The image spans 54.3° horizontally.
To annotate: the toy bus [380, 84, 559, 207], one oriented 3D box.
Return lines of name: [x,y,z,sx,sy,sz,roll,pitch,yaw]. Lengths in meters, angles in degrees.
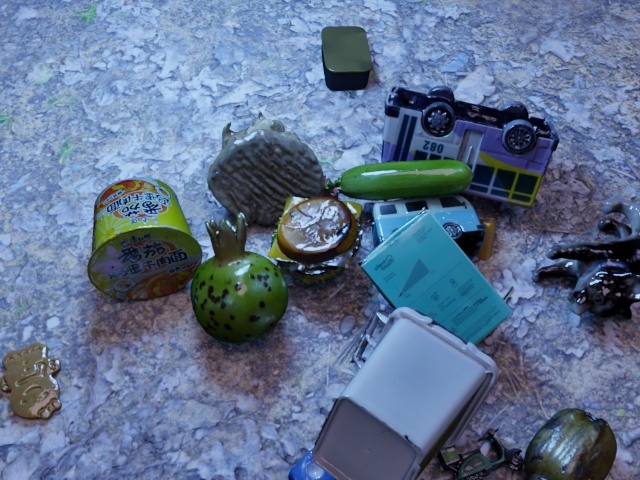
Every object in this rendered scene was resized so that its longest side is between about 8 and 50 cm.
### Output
toy bus: [0.373,-0.253,1.668,0.439,0.249,0.209,13,30,4]

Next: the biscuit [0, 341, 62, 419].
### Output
biscuit: [-0.648,0.314,1.391,0.133,0.027,0.184,-9,59,-10]

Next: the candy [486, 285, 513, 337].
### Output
candy: [0.433,0.171,1.539,0.184,0.049,0.056,-43,100,-34]

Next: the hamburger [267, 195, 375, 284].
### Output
hamburger: [0.000,0.000,1.533,0.261,0.139,0.243,5,53,19]

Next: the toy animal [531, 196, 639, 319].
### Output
toy animal: [0.742,0.077,1.521,0.344,0.194,0.303,-36,61,-16]

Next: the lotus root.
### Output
lotus root: [0.502,0.467,1.296,0.278,0.154,0.154,-38,67,-27]

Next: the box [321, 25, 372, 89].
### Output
box: [0.077,-0.564,1.937,0.144,0.090,0.201,-4,58,-6]

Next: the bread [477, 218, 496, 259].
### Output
bread: [0.427,-0.006,1.643,0.049,0.103,0.062,3,14,-14]

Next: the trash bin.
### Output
trash bin: [0.142,0.312,1.224,0.296,0.256,0.367,33,29,18]

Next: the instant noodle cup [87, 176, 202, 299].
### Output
instant noodle cup: [-0.427,-0.014,1.484,0.264,0.264,0.200,-14,53,-11]

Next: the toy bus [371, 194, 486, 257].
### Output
toy bus: [0.266,-0.030,1.595,0.271,0.133,0.165,-6,55,-4]

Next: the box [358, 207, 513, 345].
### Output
box: [0.257,0.108,1.431,0.205,0.118,0.311,-40,89,-4]

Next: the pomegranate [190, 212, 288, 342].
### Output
pomegranate: [-0.204,0.090,1.427,0.230,0.231,0.286,-24,92,-17]

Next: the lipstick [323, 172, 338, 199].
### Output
lipstick: [-0.058,-0.217,1.739,0.051,0.051,0.312,-37,68,-26]

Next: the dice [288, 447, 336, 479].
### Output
dice: [0.026,0.487,1.254,0.146,0.143,0.146,-30,65,-20]

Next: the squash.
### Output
squash: [0.195,-0.153,1.582,0.378,0.101,0.101,-2,57,14]

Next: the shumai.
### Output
shumai: [-0.151,-0.196,1.671,0.314,0.267,0.262,18,22,-24]

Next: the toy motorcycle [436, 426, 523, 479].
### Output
toy motorcycle: [0.347,0.466,1.337,0.173,0.058,0.100,-17,55,-11]
